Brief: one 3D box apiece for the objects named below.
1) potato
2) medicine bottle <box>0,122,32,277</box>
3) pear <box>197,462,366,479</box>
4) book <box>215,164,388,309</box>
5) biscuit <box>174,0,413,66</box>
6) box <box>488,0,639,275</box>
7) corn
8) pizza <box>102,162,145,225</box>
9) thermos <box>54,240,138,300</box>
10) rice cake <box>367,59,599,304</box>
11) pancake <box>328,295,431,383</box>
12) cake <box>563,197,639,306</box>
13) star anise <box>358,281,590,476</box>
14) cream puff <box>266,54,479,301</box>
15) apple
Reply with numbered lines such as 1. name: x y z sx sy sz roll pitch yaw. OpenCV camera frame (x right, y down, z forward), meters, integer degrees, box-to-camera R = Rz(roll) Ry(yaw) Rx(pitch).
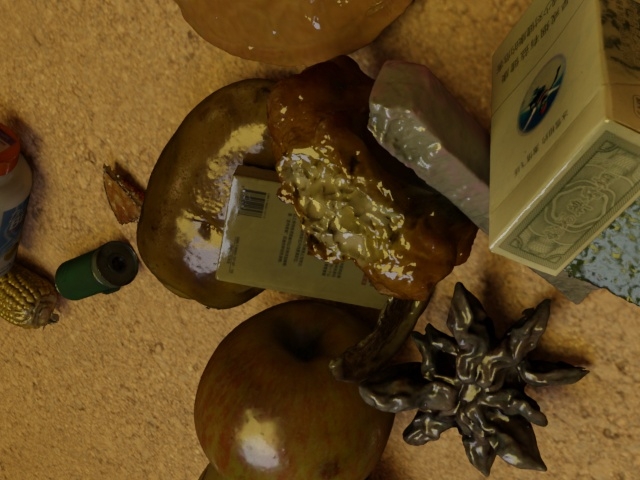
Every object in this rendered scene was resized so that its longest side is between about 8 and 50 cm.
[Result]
1. potato: -0.116 -0.049 1.193 0.195 0.177 0.369 56 138 28
2. medicine bottle: -0.560 -0.065 1.550 0.157 0.157 0.288 42 136 10
3. pear: -0.059 0.429 1.363 0.309 0.309 0.309 21 130 28
4. book: 0.000 0.000 1.121 0.231 0.026 0.161 11 125 -5
5. biscuit: -0.058 -0.360 0.997 0.385 0.062 0.365 -10 110 44
6. box: 0.212 -0.120 0.793 0.069 0.256 0.164 21 138 -12
7. corn: -0.589 0.072 1.718 0.293 0.106 0.106 26 132 28
8. pizza: -0.293 -0.059 1.429 0.100 0.029 0.099 44 145 11
9. thermos: -0.371 0.053 1.543 0.188 0.083 0.073 -17 84 47
10. rice cake: 0.171 -0.043 0.898 0.056 0.072 0.365 -19 137 40
11. pancake: 0.079 0.079 1.092 0.020 0.184 0.190 28 116 31
12. cake: 0.364 -0.017 0.805 0.284 0.158 0.172 25 130 23
13. star anise: 0.180 0.170 1.099 0.212 0.129 0.282 41 118 -3
14. cream puff: 0.063 -0.063 0.963 0.155 0.241 0.268 -37 58 46
15. apple: -0.029 0.201 1.219 0.264 0.264 0.264 21 130 28
